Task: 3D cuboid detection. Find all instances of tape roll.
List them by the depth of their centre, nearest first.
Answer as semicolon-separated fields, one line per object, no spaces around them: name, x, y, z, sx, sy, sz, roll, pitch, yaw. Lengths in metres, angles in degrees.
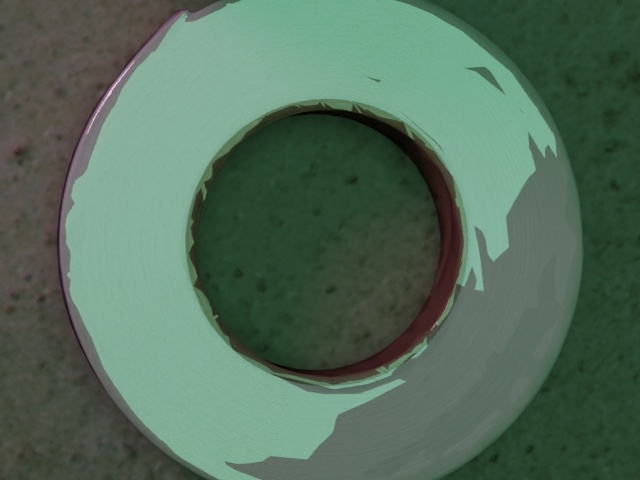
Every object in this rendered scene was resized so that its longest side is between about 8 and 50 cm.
tape roll;0.000;0.000;1.471;0.392;0.072;0.392;0;92;-10
